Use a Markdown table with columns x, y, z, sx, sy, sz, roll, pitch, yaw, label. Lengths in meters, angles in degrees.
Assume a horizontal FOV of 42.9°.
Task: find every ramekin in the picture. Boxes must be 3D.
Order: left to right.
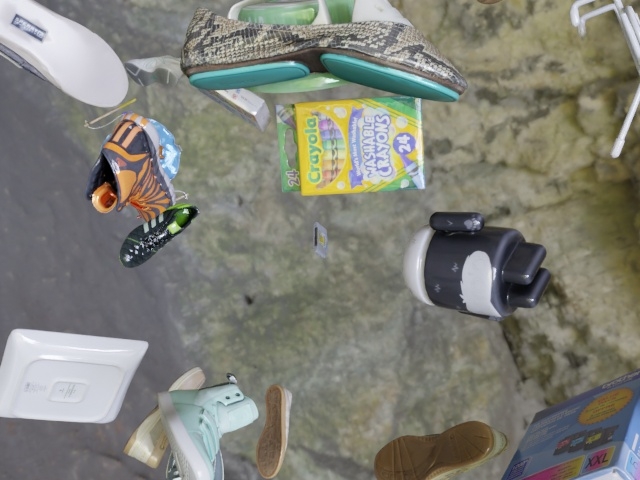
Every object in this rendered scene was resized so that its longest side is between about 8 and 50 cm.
| x | y | z | sx | sy | sz | roll | pitch | yaw | label |
| --- | --- | --- | --- | --- | --- | --- | --- | --- | --- |
| -0.017 | -0.387 | 1.525 | 0.303 | 0.303 | 0.148 | -99 | -179 | -66 | ramekin |

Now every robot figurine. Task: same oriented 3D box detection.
| x | y | z | sx | sy | sz | roll | pitch | yaw | label |
| --- | --- | --- | --- | --- | --- | --- | --- | --- | --- |
| 0.291 | 0.051 | 1.559 | 0.174 | 0.278 | 0.209 | 2 | 94 | -53 | robot figurine |

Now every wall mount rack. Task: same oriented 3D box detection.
| x | y | z | sx | sy | sz | roll | pitch | yaw | label |
| --- | --- | --- | --- | --- | --- | --- | --- | --- | --- |
| 0.592 | -0.329 | 1.617 | 0.350 | 0.130 | 0.304 | -19 | 89 | -67 | wall mount rack |

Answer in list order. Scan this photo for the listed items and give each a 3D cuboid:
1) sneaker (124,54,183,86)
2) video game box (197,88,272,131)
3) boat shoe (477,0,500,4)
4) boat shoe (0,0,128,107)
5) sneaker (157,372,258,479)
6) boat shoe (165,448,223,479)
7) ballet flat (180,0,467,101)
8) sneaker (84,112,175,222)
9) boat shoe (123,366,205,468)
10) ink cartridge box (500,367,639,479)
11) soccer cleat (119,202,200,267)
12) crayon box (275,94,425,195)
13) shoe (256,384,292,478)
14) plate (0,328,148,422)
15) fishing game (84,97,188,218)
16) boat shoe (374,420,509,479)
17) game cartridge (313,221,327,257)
| x | y | z | sx | sy | sz | roll | pitch | yaw | label |
| --- | --- | --- | --- | --- | --- | --- | --- | --- | --- |
| -0.330 | -0.345 | 1.643 | 0.061 | 0.152 | 0.053 | -52 | 141 | -34 | sneaker |
| -0.203 | -0.325 | 1.832 | 0.187 | 0.048 | 0.205 | 31 | -1 | 3 | video game box |
| 0.413 | -0.629 | 1.618 | 0.122 | 0.341 | 0.110 | 9 | 51 | -41 | boat shoe |
| -0.524 | -0.370 | 1.524 | 0.340 | 0.127 | 0.158 | 37 | -9 | -30 | boat shoe |
| -0.163 | 0.291 | 1.279 | 0.256 | 0.151 | 0.094 | -138 | -140 | -64 | sneaker |
| -0.249 | 0.493 | 1.570 | 0.099 | 0.116 | 0.319 | 106 | -9 | -55 | boat shoe |
| 0.000 | -0.330 | 1.318 | 0.164 | 0.483 | 0.182 | 16 | 80 | -74 | ballet flat |
| -0.415 | -0.106 | 1.735 | 0.321 | 0.125 | 0.180 | 85 | 29 | -52 | sneaker |
| -0.344 | 0.417 | 1.931 | 0.098 | 0.109 | 0.302 | 33 | 34 | 4 | boat shoe |
| 0.484 | 0.380 | 1.425 | 0.151 | 0.270 | 0.395 | 55 | 36 | 1 | ink cartridge box |
| -0.298 | -0.015 | 1.510 | 0.179 | 0.072 | 0.060 | -46 | 114 | -34 | soccer cleat |
| 0.063 | -0.207 | 1.780 | 0.083 | 0.323 | 0.203 | -63 | 150 | -78 | crayon box |
| -0.103 | 0.457 | 1.950 | 0.058 | 0.077 | 0.219 | 31 | 62 | -55 | shoe |
| -0.530 | 0.300 | 1.706 | 0.277 | 0.278 | 0.045 | -59 | -147 | 35 | plate |
| -0.420 | -0.193 | 1.910 | 0.041 | 0.189 | 0.264 | -140 | -154 | -77 | fishing game |
| 0.231 | 0.427 | 1.592 | 0.089 | 0.285 | 0.104 | 23 | 54 | -43 | boat shoe |
| 0.000 | 0.000 | 2.088 | 0.056 | 0.017 | 0.083 | 42 | 43 | -57 | game cartridge |
